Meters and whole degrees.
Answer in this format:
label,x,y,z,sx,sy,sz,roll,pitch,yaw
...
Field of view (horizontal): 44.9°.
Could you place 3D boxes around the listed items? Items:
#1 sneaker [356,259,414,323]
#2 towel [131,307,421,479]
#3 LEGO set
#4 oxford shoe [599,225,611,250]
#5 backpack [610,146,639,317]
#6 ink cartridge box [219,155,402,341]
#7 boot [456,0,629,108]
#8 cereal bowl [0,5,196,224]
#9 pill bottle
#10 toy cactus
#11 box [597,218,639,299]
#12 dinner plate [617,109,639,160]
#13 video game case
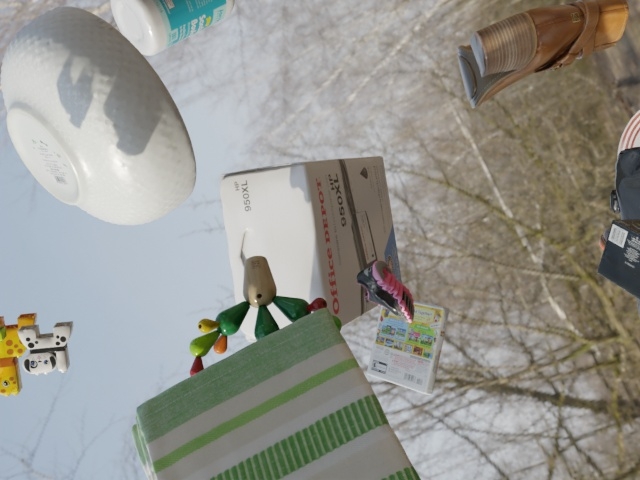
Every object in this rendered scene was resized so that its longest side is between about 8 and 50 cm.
label,x,y,z,sx,sy,sz,roll,pitch,yaw
sneaker,0.097,0.082,1.165,0.119,0.057,0.047,52,-149,-23
towel,-0.034,0.247,0.753,0.325,0.247,0.038,59,174,36
LEGO set,-0.388,0.141,0.882,0.087,0.227,0.093,-125,30,-78
oxford shoe,0.522,0.003,1.125,0.271,0.096,0.098,26,122,59
backpack,0.555,-0.039,0.879,0.273,0.355,0.290,37,152,56
ink cartridge box,0.000,0.000,1.410,0.395,0.166,0.286,-17,-81,-65
boot,0.334,-0.300,1.207,0.283,0.220,0.109,69,-175,-82
cereal bowl,-0.347,-0.156,1.125,0.141,0.339,0.339,-42,-72,-33
pill bottle,-0.273,-0.487,1.549,0.264,0.146,0.146,-36,-77,-26
toy cactus,-0.087,0.106,1.100,0.112,0.218,0.181,60,-163,-62
box,0.291,0.015,0.653,0.062,0.083,0.052,-133,47,-57
dinner plate,0.469,-0.123,1.071,0.017,0.141,0.141,5,-126,-26
video game case,0.210,0.249,1.885,0.026,0.227,0.206,15,-95,-34
